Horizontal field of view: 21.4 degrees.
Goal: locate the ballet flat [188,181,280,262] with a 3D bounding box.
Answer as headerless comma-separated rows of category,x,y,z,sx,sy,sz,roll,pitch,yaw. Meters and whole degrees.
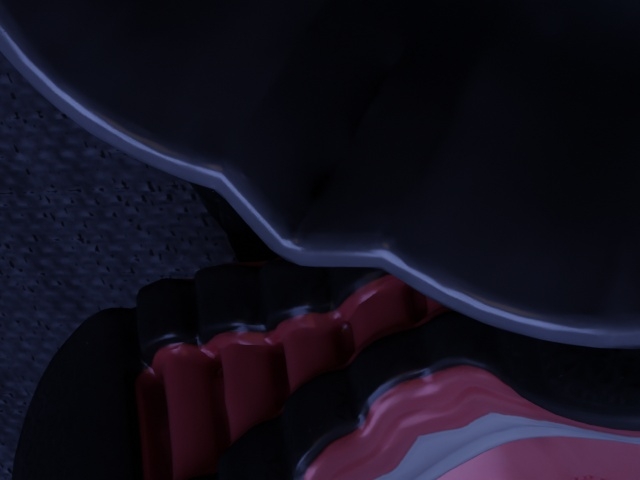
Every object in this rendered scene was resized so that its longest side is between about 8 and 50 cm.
ballet flat,0.000,0.000,0.536,0.057,0.049,0.173,-19,126,9

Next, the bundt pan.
bundt pan,0.048,-0.137,0.306,0.331,0.124,0.330,16,138,15

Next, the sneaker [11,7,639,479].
sneaker,0.066,0.036,0.480,0.314,0.116,0.136,-22,146,26
